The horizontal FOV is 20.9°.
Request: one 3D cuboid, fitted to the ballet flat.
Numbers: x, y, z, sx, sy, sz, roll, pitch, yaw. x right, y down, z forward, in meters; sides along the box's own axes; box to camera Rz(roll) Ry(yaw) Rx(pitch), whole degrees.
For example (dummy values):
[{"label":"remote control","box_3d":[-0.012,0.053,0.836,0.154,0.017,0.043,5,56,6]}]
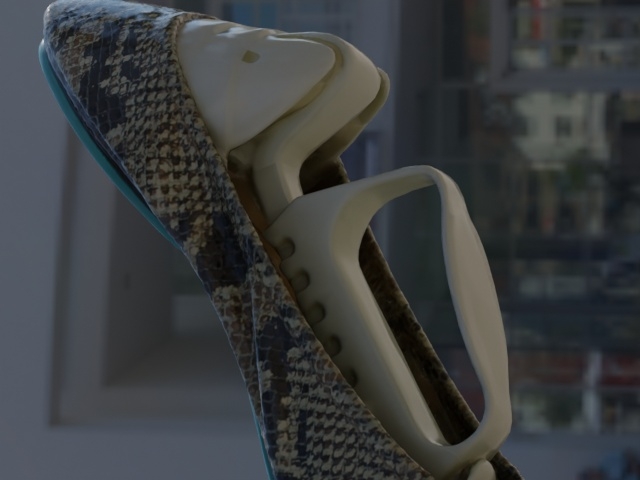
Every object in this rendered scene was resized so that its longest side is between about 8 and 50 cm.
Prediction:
[{"label":"ballet flat","box_3d":[0.000,0.000,0.997,0.164,0.182,0.483,7,-133,-51]}]
